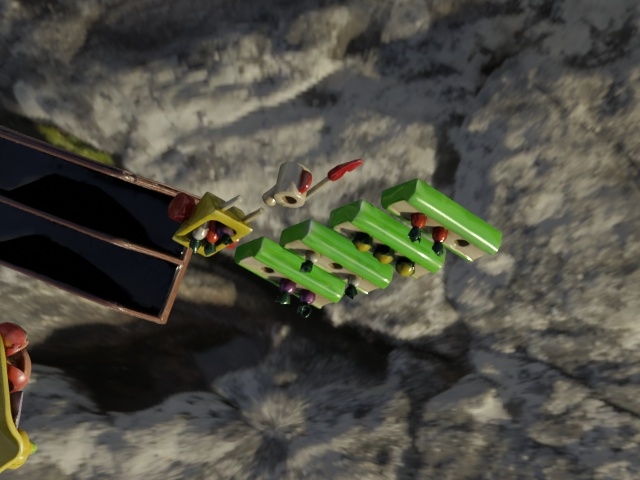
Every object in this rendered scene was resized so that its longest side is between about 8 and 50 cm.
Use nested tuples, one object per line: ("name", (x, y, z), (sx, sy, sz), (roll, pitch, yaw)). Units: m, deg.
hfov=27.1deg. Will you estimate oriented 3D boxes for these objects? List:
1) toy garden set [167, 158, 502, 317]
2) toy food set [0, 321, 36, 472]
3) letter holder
("toy garden set", (0.000, 0.000, 1.178), (0.203, 0.244, 0.049), (30, 57, -32))
("toy food set", (-0.352, 0.163, 1.494), (0.071, 0.128, 0.218), (6, 60, -34))
("letter holder", (-0.316, -0.037, 1.466), (0.301, 0.214, 0.152), (20, 88, 22))
